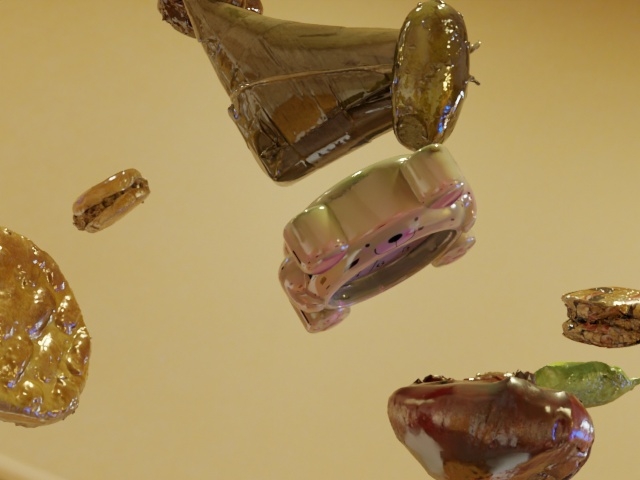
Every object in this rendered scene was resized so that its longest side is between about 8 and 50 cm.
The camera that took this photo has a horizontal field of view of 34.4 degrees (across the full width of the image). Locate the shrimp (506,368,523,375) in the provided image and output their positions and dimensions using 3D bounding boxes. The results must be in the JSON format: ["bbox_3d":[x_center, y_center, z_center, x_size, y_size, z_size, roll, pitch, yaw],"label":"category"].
[{"bbox_3d":[0.390,0.377,2.178,0.051,0.217,0.150,3,34,-40],"label":"shrimp"}]

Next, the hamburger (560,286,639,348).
[{"bbox_3d":[0.617,0.156,2.165,0.230,0.107,0.231,-4,5,0],"label":"hamburger"}]

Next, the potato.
[{"bbox_3d":[0.173,-0.252,1.615,0.113,0.251,0.149,-1,-11,31],"label":"potato"}]

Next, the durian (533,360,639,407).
[{"bbox_3d":[0.570,0.314,2.250,0.250,0.101,0.139,10,-13,-22],"label":"durian"}]

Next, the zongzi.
[{"bbox_3d":[0.015,-0.406,2.000,0.467,0.499,0.218,64,11,2],"label":"zongzi"}]

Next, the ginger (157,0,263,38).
[{"bbox_3d":[-0.282,-0.595,2.313,0.254,0.176,0.418,-7,-21,5],"label":"ginger"}]

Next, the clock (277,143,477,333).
[{"bbox_3d":[0.074,-0.002,1.371,0.114,0.283,0.309,62,-5,16],"label":"clock"}]

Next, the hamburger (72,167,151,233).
[{"bbox_3d":[-0.397,-0.074,1.948,0.083,0.147,0.138,56,-32,-3],"label":"hamburger"}]

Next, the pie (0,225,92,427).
[{"bbox_3d":[-0.486,0.128,1.595,0.083,0.340,0.339,-25,-45,26],"label":"pie"}]

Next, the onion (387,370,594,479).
[{"bbox_3d":[0.214,0.261,1.309,0.271,0.195,0.272,6,-9,1],"label":"onion"}]
